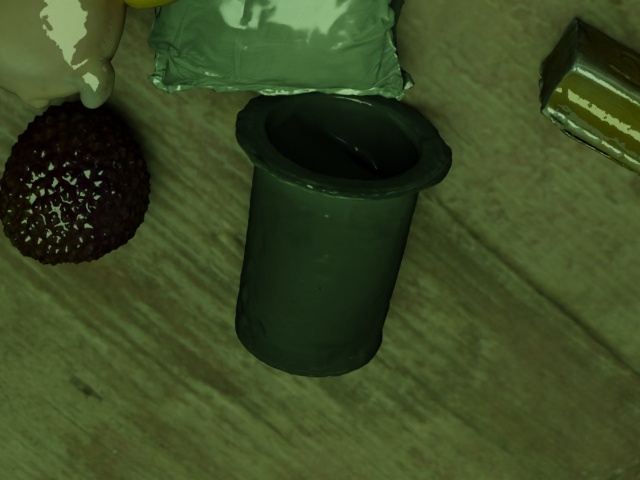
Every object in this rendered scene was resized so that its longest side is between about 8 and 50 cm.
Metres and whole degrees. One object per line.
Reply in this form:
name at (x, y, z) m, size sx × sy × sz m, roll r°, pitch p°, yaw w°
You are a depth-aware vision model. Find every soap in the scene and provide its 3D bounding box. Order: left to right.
soap at (0.374, -0.125, 1.814) m, size 0.274 × 0.173 × 0.089 m, roll 30°, pitch 115°, yaw -7°

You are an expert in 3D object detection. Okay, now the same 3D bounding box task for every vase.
vase at (0.000, 0.000, 1.905) m, size 0.245 × 0.245 × 0.291 m, roll 13°, pitch 122°, yaw 2°

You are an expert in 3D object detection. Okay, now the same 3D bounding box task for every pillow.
pillow at (-0.040, -0.292, 1.811) m, size 0.310 × 0.138 × 0.283 m, roll 5°, pitch 115°, yaw 9°

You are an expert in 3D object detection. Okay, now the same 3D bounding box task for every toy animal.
toy animal at (-0.211, -0.305, 1.699) m, size 0.277 × 0.247 × 0.345 m, roll 14°, pitch 105°, yaw 14°

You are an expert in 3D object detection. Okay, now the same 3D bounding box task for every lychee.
lychee at (-0.286, -0.072, 1.931) m, size 0.188 × 0.188 × 0.188 m, roll 3°, pitch 117°, yaw 7°
